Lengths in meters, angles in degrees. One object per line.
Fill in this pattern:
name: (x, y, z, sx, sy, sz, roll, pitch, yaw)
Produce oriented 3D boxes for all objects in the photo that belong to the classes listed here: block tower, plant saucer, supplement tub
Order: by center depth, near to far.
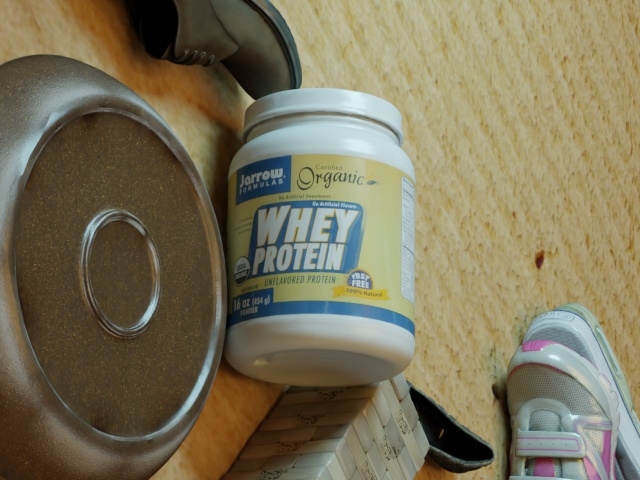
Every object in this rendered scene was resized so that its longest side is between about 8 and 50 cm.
plant saucer: (-0.150, 0.025, 1.315, 0.310, 0.050, 0.311, 19, 67, -57)
block tower: (-0.023, 0.213, 1.435, 0.335, 0.097, 0.091, -55, 130, -49)
supplement tub: (0.000, 0.000, 1.463, 0.144, 0.144, 0.200, 26, 59, -54)

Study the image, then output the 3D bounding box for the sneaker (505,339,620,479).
sneaker: (0.227, 0.218, 1.829, 0.111, 0.103, 0.252, -37, 114, -56)

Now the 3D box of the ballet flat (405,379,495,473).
ballet flat: (0.094, 0.155, 1.676, 0.173, 0.049, 0.057, 36, 53, -50)

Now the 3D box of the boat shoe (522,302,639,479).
boat shoe: (0.285, 0.203, 1.924, 0.094, 0.109, 0.302, -33, 109, -58)

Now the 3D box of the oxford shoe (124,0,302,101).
oxford shoe: (-0.093, -0.160, 1.431, 0.227, 0.083, 0.096, 46, 66, -44)
